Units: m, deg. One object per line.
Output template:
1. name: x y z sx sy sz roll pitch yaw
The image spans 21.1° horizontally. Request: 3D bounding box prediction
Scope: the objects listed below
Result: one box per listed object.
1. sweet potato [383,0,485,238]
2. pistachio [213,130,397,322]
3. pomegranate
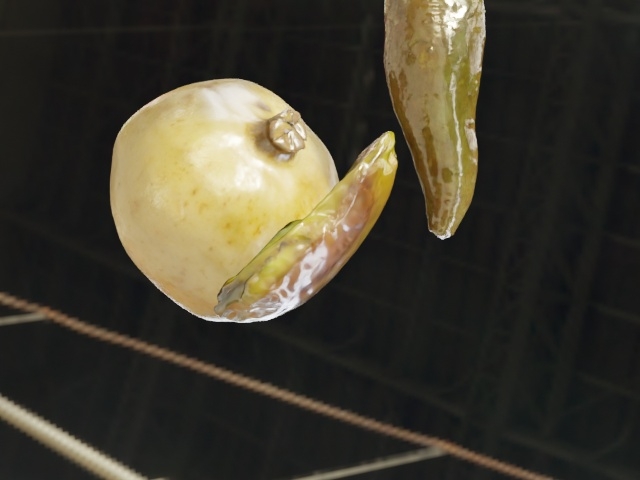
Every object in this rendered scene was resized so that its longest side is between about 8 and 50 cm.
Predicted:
1. sweet potato: 0.086 -0.125 1.234 0.077 0.077 0.244 -22 -109 55
2. pistachio: 0.000 0.000 1.156 0.049 0.173 0.089 47 -10 -4
3. pomegranate: -0.067 -0.036 1.287 0.196 0.196 0.196 14 -73 54
